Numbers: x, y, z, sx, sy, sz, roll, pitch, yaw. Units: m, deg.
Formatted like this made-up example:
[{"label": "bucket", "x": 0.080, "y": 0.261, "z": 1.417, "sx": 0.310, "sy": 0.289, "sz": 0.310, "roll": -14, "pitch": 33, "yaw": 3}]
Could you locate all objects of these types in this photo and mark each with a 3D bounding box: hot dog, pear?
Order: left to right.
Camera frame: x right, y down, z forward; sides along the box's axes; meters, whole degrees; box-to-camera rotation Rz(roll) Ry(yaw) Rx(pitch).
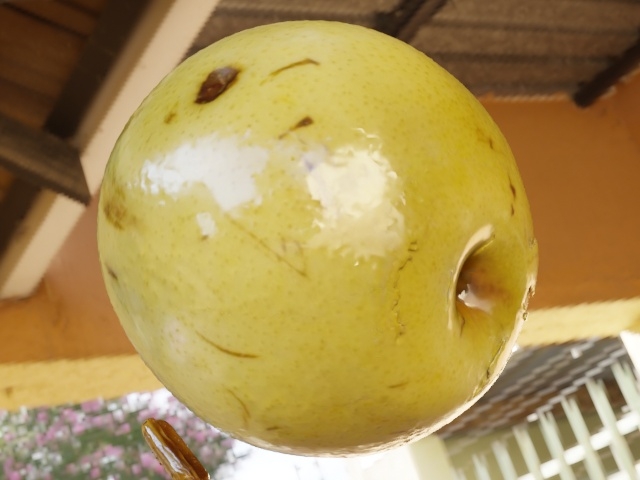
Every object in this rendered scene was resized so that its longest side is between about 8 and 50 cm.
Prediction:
[{"label": "hot dog", "x": -0.170, "y": 0.247, "z": 1.364, "sx": 0.037, "sy": 0.122, "sz": 0.049, "roll": -52, "pitch": -39, "yaw": 5}, {"label": "pear", "x": 0.000, "y": 0.000, "z": 0.935, "sx": 0.348, "sy": 0.348, "sz": 0.348, "roll": -17, "pitch": -23, "yaw": -8}]
